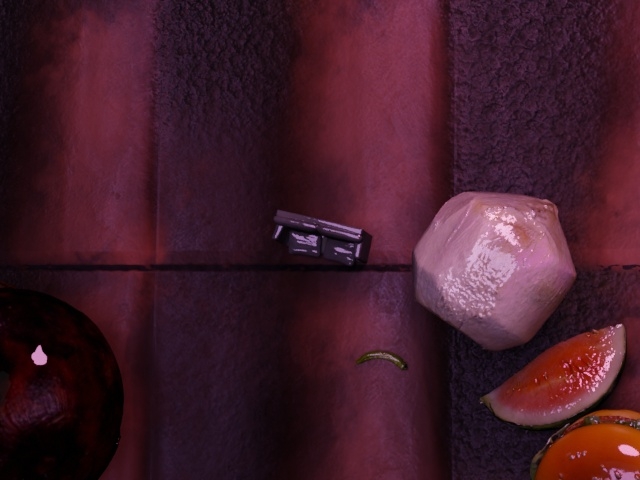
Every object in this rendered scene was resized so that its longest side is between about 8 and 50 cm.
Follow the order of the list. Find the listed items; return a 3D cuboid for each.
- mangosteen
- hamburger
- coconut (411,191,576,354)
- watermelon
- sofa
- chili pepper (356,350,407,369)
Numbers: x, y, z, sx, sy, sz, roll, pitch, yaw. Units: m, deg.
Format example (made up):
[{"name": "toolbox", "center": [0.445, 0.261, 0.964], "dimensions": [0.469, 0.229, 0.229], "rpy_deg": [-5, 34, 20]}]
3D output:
[{"name": "mangosteen", "center": [-0.518, 0.258, 1.703], "dimensions": [0.422, 0.381, 0.380], "rpy_deg": [8, 86, 26]}, {"name": "hamburger", "center": [0.404, 0.360, 1.522], "dimensions": [0.246, 0.170, 0.246], "rpy_deg": [4, 100, 25]}, {"name": "coconut", "center": [0.253, 0.030, 1.598], "dimensions": [0.227, 0.227, 0.230], "rpy_deg": [35, 94, 15]}, {"name": "watermelon", "center": [0.359, 0.214, 1.636], "dimensions": [0.245, 0.063, 0.119], "rpy_deg": [-30, 64, 10]}, {"name": "sofa", "center": [0.000, 0.000, 1.734], "dimensions": [0.147, 0.085, 0.060], "rpy_deg": [13, 84, 15]}, {"name": "chili pepper", "center": [0.096, 0.188, 1.723], "dimensions": [0.083, 0.017, 0.030], "rpy_deg": [12, 89, 15]}]
